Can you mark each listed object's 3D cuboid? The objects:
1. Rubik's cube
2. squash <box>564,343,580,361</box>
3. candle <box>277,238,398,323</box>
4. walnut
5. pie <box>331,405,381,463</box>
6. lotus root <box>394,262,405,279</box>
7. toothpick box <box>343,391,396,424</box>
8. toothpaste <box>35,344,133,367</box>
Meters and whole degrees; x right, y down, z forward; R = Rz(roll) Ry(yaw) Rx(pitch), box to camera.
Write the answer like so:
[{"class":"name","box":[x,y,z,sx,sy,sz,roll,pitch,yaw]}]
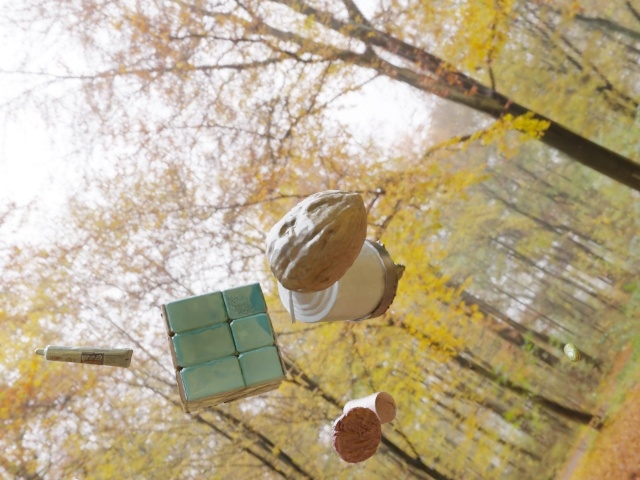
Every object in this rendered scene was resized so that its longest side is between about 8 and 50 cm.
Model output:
[{"class":"Rubik's cube","box":[-0.220,0.240,1.524,0.231,0.224,0.221,-12,-17,-14]},{"class":"squash","box":[0.528,0.236,1.432,0.027,0.027,0.083,-61,-12,9]},{"class":"candle","box":[0.027,0.095,1.691,0.343,0.221,0.221,6,-65,-49]},{"class":"walnut","box":[-0.002,-0.001,1.298,0.230,0.178,0.178,-47,-22,10]},{"class":"pie","box":[0.098,0.524,1.845,0.154,0.154,0.036,-50,11,-17]},{"class":"lotus root","box":[0.193,0.093,1.879,0.099,0.054,0.049,-33,-42,-9]},{"class":"toothpick box","box":[0.159,0.549,2.199,0.149,0.098,0.098,-29,0,43]},{"class":"toothpaste","box":[-0.595,0.290,1.724,0.233,0.038,0.060,8,-67,-16]}]
